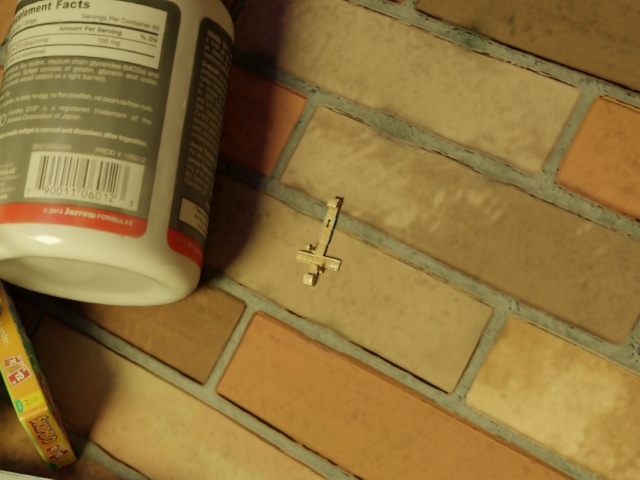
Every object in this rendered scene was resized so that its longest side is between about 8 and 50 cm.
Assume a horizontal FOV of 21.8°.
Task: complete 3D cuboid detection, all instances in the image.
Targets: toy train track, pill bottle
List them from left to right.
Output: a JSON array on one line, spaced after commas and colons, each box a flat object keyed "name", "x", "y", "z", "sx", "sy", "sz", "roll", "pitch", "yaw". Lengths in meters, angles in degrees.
[{"name": "pill bottle", "x": -0.192, "y": -0.136, "z": 1.553, "sx": 0.210, "sy": 0.210, "sz": 0.363, "roll": -1, "pitch": 72, "yaw": 30}, {"name": "toy train track", "x": 0.000, "y": 0.000, "z": 1.512, "sx": 0.048, "sy": 0.014, "sz": 0.083, "roll": 13, "pitch": 80, "yaw": 33}]

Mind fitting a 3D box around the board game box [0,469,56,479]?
[{"name": "board game box", "x": -0.328, "y": 0.350, "z": 1.446, "sx": 0.319, "sy": 0.066, "sz": 0.318, "roll": 7, "pitch": 55, "yaw": 18}]

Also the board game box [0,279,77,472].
[{"name": "board game box", "x": -0.301, "y": 0.086, "z": 1.593, "sx": 0.039, "sy": 0.124, "sz": 0.259, "roll": -25, "pitch": 60, "yaw": -9}]

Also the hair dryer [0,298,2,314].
[{"name": "hair dryer", "x": -0.340, "y": 0.085, "z": 1.541, "sx": 0.293, "sy": 0.080, "sz": 0.223, "roll": 24, "pitch": 104, "yaw": 59}]
